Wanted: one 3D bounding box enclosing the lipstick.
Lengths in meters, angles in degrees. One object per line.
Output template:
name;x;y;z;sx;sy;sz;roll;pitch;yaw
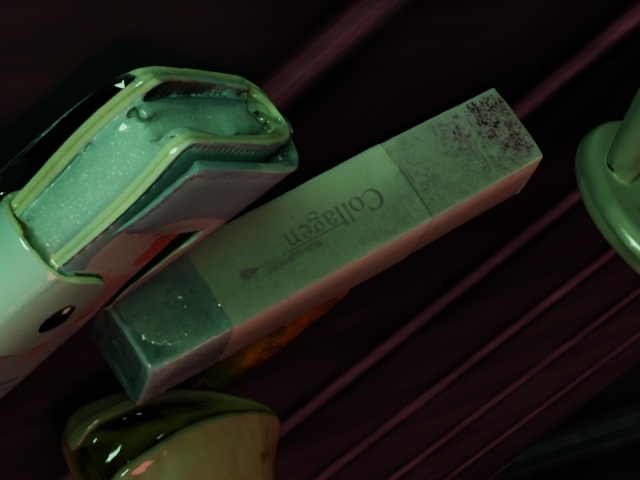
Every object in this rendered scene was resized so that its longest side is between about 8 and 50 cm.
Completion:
lipstick;0.000;0.000;1.280;0.317;0.066;0.068;-28;164;-24

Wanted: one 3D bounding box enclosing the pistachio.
pistachio;-0.110;0.172;1.457;0.153;0.138;0.238;-51;158;11

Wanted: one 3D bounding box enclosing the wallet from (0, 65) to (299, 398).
wallet;-0.140;0.010;0.995;0.250;0.075;0.176;-38;171;16

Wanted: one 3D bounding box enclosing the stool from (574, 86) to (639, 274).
stool;0.331;-0.074;1.551;0.195;0.195;0.198;-17;152;-50

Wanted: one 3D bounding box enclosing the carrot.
carrot;-0.034;0.060;1.460;0.171;0.042;0.042;-42;164;33
